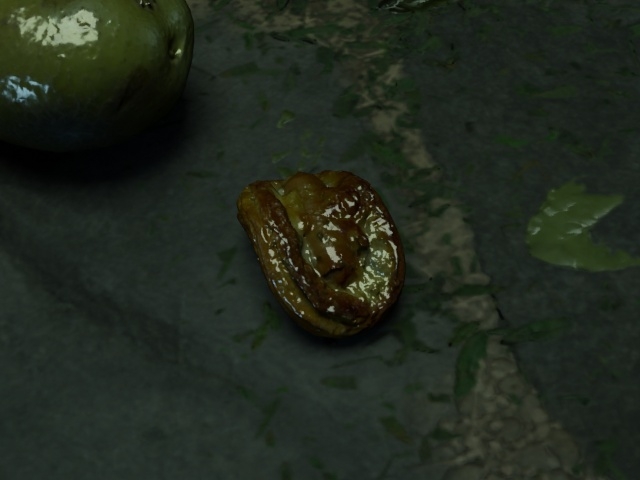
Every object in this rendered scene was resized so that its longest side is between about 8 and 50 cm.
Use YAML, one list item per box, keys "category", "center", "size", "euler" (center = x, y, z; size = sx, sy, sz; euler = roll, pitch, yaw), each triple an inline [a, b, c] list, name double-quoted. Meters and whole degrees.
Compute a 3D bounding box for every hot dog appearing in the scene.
- category: "hot dog"
  center: [-0.002, 0.002, 0.887]
  size: [0.099, 0.065, 0.147]
  euler: [-9, 44, -17]

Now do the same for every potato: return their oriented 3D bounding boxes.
- category: "potato"
  center: [-0.222, -0.153, 0.990]
  size: [0.251, 0.159, 0.174]
  euler: [6, 23, 21]
